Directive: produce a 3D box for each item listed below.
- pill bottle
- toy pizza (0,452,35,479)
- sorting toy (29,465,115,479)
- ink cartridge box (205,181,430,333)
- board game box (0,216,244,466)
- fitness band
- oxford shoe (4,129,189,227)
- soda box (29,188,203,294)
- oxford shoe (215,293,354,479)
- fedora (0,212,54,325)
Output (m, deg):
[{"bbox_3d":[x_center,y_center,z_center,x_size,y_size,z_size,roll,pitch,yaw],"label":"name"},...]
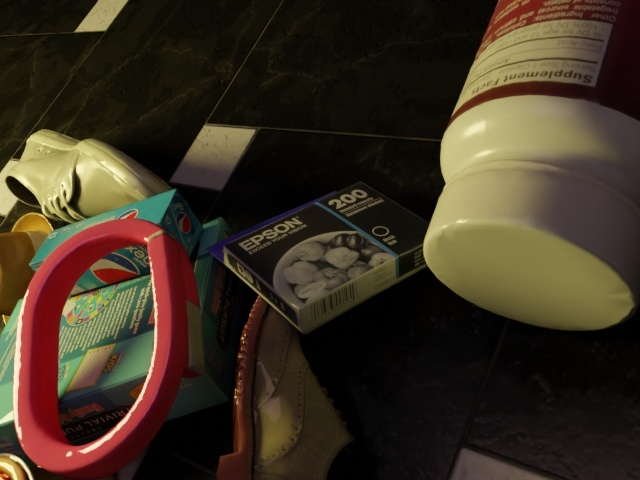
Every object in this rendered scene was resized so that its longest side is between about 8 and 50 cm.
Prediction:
[{"bbox_3d":[0.252,-0.127,0.665,0.224,0.224,0.392,8,62,35],"label":"pill bottle"},{"bbox_3d":[-0.368,0.322,0.702,0.201,0.032,0.201,-19,53,28],"label":"toy pizza"},{"bbox_3d":[-0.402,0.377,0.791,0.229,0.041,0.307,11,54,32],"label":"sorting toy"},{"bbox_3d":[0.000,0.000,0.786,0.206,0.045,0.208,-26,39,-28],"label":"ink cartridge box"},{"bbox_3d":[-0.262,0.129,0.840,0.336,0.079,0.254,-21,34,15],"label":"board game box"},{"bbox_3d":[-0.227,0.099,0.706,0.209,0.054,0.291,-24,52,12],"label":"fitness band"},{"bbox_3d":[-0.353,-0.074,1.035,0.449,0.169,0.130,15,66,45],"label":"oxford shoe"},{"bbox_3d":[-0.262,0.006,0.868,0.210,0.067,0.071,-16,36,21],"label":"soda box"},{"bbox_3d":[-0.031,0.188,0.706,0.130,0.123,0.348,6,50,-2],"label":"oxford shoe"},{"bbox_3d":[-0.467,0.051,1.022,0.194,0.079,0.194,-5,81,38],"label":"fedora"}]
